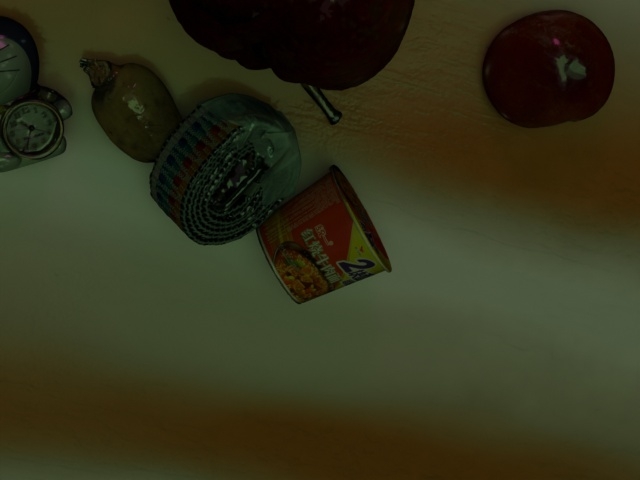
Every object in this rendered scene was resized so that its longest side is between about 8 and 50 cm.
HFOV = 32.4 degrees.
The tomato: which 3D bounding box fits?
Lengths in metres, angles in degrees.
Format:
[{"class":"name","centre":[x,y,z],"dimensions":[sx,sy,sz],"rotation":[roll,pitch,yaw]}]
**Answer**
[{"class":"tomato","centre":[0.408,-0.296,1.909],"dimensions":[0.233,0.139,0.200],"rotation":[-14,102,-5]}]

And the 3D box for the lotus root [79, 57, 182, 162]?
[{"class":"lotus root","centre":[-0.310,-0.221,1.819],"dimensions":[0.125,0.118,0.221],"rotation":[-42,117,-14]}]

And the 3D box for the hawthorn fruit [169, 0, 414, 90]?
[{"class":"hawthorn fruit","centre":[-0.031,-0.440,1.668],"dimensions":[0.402,0.403,0.403],"rotation":[-3,107,-9]}]

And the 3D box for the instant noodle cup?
[{"class":"instant noodle cup","centre":[0.000,0.000,1.903],"dimensions":[0.174,0.213,0.213],"rotation":[-28,109,9]}]

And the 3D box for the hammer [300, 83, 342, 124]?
[{"class":"hammer","centre":[-0.032,-0.280,1.898],"dimensions":[0.078,0.021,0.201],"rotation":[-36,108,2]}]

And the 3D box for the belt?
[{"class":"belt","centre":[-0.151,-0.119,1.827],"dimensions":[0.257,0.150,0.207],"rotation":[-47,142,-2]}]

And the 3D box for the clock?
[{"class":"clock","centre":[-0.515,-0.238,1.763],"dimensions":[0.199,0.146,0.243],"rotation":[-20,113,-9]}]
